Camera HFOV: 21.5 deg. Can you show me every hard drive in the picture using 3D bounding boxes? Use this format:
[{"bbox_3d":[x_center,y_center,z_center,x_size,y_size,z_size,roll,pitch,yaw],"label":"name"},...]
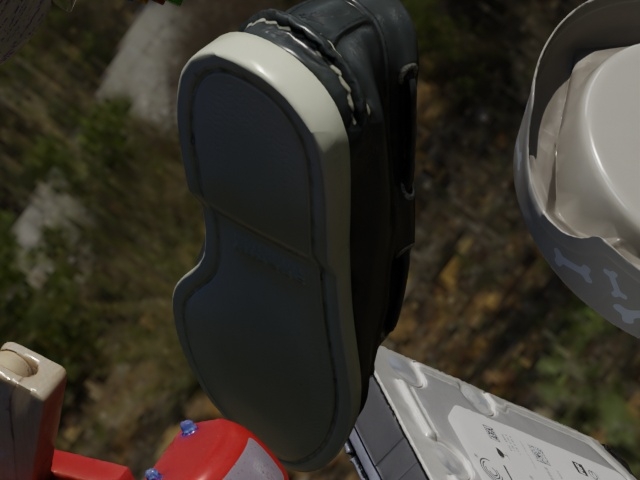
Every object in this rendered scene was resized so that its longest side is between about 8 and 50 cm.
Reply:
[{"bbox_3d":[0.163,0.214,1.268,0.064,0.339,0.237,-49,42,19],"label":"hard drive"}]

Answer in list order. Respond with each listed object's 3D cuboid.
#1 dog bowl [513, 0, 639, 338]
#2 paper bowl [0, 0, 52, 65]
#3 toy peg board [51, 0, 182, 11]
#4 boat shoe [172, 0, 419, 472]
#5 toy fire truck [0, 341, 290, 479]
[{"bbox_3d":[0.324,-0.054,1.447,0.349,0.348,0.102,-50,-7,-38],"label":"dog bowl"},{"bbox_3d":[-0.362,-0.275,1.419,0.284,0.284,0.148,-54,-22,14],"label":"paper bowl"},{"bbox_3d":[-0.104,-0.214,1.058,0.160,0.079,0.161,-164,96,-82],"label":"toy peg board"},{"bbox_3d":[-0.003,-0.002,0.874,0.113,0.127,0.340,-45,-29,-29],"label":"boat shoe"},{"bbox_3d":[-0.107,0.084,0.632,0.192,0.135,0.047,-14,25,34],"label":"toy fire truck"}]
